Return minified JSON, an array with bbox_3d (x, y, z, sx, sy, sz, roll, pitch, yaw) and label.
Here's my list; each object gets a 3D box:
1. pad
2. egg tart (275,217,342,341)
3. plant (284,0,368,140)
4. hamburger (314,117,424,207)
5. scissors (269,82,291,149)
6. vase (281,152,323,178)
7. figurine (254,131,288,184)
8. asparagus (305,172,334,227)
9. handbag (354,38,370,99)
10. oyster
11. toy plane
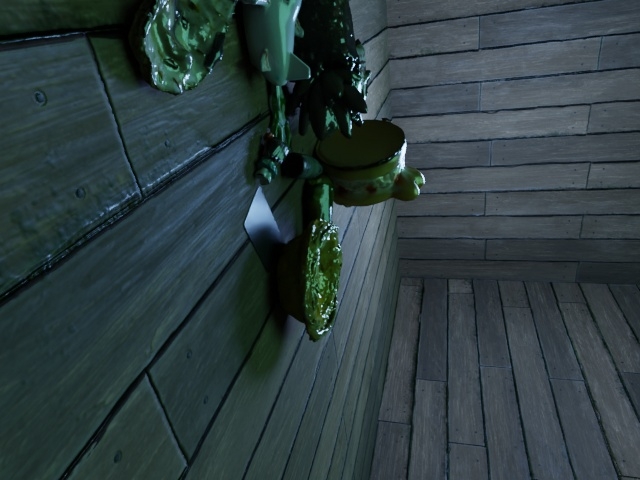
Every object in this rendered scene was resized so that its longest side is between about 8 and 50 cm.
[{"bbox_3d":[-0.116,-0.020,0.901,0.157,0.003,0.112,72,25,-47],"label":"pad"},{"bbox_3d":[-0.022,0.090,1.025,0.288,0.118,0.289,0,90,-75],"label":"egg tart"},{"bbox_3d":[0.013,-0.396,1.004,0.181,0.193,0.321,-50,135,-60],"label":"plant"},{"bbox_3d":[0.144,-0.215,1.271,0.187,0.302,0.261,71,30,-41],"label":"hamburger"},{"bbox_3d":[-0.091,-0.290,0.936,0.101,0.027,0.205,-64,153,-62],"label":"scissors"},{"bbox_3d":[-0.034,-0.181,1.083,0.211,0.059,0.060,-24,113,-74],"label":"vase"},{"bbox_3d":[-0.102,-0.164,0.878,0.060,0.047,0.106,34,57,-27],"label":"figurine"},{"bbox_3d":[-0.004,-0.017,1.169,0.085,0.081,0.344,176,-83,-70],"label":"asparagus"},{"bbox_3d":[0.102,-0.529,1.431,0.213,0.127,0.235,-65,153,-60],"label":"handbag"},{"bbox_3d":[-0.160,-0.337,0.602,0.129,0.078,0.345,56,46,-51],"label":"oyster"},{"bbox_3d":[-0.085,-0.413,0.798,0.252,0.118,0.253,-2,90,-74],"label":"toy plane"}]
